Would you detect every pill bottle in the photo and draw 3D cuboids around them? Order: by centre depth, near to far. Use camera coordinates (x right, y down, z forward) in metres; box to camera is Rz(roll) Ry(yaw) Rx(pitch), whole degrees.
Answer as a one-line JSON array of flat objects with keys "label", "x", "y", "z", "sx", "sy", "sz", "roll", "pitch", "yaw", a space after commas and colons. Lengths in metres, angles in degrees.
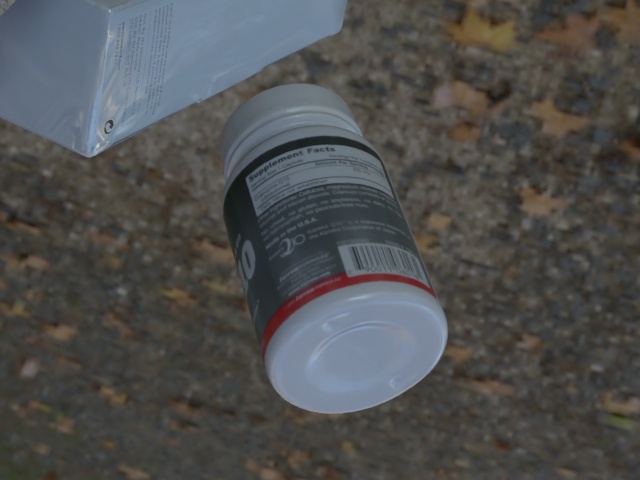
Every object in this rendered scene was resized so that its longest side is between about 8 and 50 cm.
[{"label": "pill bottle", "x": 0.000, "y": 0.000, "z": 1.303, "sx": 0.161, "sy": 0.283, "sz": 0.161, "roll": -10, "pitch": 138, "yaw": -9}]

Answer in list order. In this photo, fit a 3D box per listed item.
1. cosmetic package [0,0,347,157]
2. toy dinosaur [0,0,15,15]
[{"label": "cosmetic package", "x": -0.204, "y": -0.202, "z": 0.922, "sx": 0.377, "sy": 0.284, "sz": 0.097, "roll": 24, "pitch": 120, "yaw": 20}, {"label": "toy dinosaur", "x": -0.174, "y": -0.193, "z": 0.694, "sx": 0.200, "sy": 0.296, "sz": 0.127, "roll": -9, "pitch": 150, "yaw": 14}]
